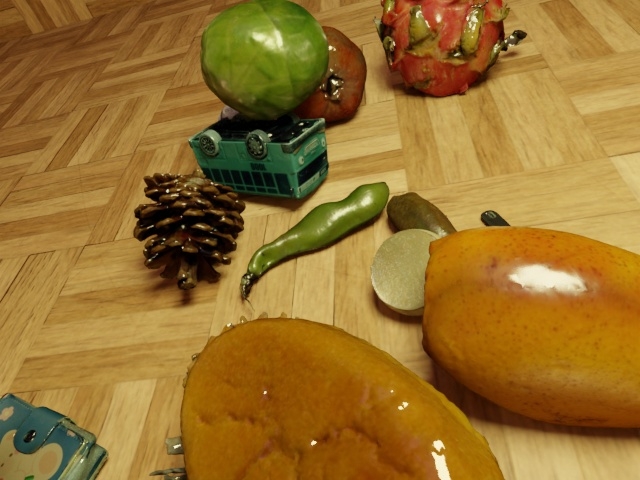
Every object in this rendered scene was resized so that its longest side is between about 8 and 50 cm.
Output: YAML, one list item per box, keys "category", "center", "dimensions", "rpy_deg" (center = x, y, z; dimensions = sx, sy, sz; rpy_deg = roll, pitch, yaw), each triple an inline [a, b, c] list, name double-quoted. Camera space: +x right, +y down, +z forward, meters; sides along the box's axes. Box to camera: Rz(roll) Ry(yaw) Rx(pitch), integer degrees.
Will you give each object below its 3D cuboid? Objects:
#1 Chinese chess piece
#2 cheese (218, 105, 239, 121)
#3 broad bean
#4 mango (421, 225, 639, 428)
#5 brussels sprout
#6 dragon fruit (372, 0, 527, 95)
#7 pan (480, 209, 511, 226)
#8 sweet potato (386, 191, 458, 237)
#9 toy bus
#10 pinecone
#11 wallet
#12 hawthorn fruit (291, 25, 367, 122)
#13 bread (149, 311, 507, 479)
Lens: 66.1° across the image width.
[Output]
- category: "Chinese chess piece"
  center: [0.132, 0.044, 0.686]
  dimensions: [0.122, 0.051, 0.122]
  rpy_deg: [-9, 73, 32]
- category: "cheese"
  center: [-0.193, -0.295, 1.195]
  dimensions: [0.105, 0.042, 0.191]
  rpy_deg: [-26, 44, -5]
- category: "broad bean"
  center: [-0.007, -0.006, 0.825]
  dimensions: [0.318, 0.056, 0.098]
  rpy_deg: [-40, 52, -14]
- category: "mango"
  center: [0.274, 0.101, 0.528]
  dimensions: [0.350, 0.199, 0.201]
  rpy_deg: [15, 81, 16]
- category: "brussels sprout"
  center: [-0.102, -0.326, 0.883]
  dimensions: [0.244, 0.244, 0.244]
  rpy_deg: [-10, 43, 10]
- category: "dragon fruit"
  center: [0.260, -0.467, 1.028]
  dimensions: [0.269, 0.291, 0.250]
  rpy_deg: [21, 50, 34]
- category: "pan"
  center: [0.298, 0.019, 0.702]
  dimensions: [0.136, 0.028, 0.235]
  rpy_deg: [-23, 43, -4]
- category: "sweet potato"
  center: [0.174, -0.006, 0.740]
  dimensions: [0.077, 0.077, 0.243]
  rpy_deg: [-28, 41, -10]
- category: "toy bus"
  center: [-0.112, -0.162, 0.951]
  dimensions: [0.256, 0.147, 0.128]
  rpy_deg: [10, 39, 33]
- category: "pinecone"
  center: [-0.224, -0.019, 0.828]
  dimensions: [0.186, 0.168, 0.212]
  rpy_deg: [-5, 42, 7]
- category: "wallet"
  center: [-0.388, 0.294, 0.649]
  dimensions: [0.202, 0.059, 0.141]
  rpy_deg: [10, 56, 30]
- category: "hawthorn fruit"
  center: [-0.018, -0.372, 1.107]
  dimensions: [0.211, 0.210, 0.262]
  rpy_deg: [-30, 32, -11]
- category: "bread"
  center: [0.004, 0.217, 0.494]
  dimensions: [0.389, 0.183, 0.236]
  rpy_deg: [20, 58, 35]
